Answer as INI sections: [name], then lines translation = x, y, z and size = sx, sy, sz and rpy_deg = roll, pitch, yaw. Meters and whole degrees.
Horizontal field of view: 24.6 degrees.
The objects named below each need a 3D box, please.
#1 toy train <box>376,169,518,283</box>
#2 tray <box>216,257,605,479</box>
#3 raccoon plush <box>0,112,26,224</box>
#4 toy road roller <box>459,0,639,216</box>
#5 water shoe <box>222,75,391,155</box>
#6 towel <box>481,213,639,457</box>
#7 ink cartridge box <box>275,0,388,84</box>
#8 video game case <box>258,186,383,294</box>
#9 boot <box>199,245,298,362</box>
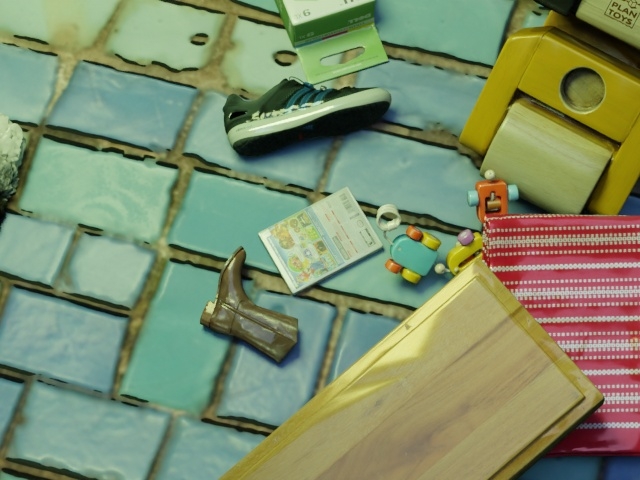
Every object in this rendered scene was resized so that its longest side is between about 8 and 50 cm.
[toy train]
translation = 0.146, -0.017, 1.693
size = 0.166, 0.046, 0.125
rpy_deg = -11, 110, -3
[tray]
translation = 0.081, 0.229, 1.570
size = 0.411, 0.076, 0.203
rpy_deg = -41, 74, -1
[raccoon plush]
translation = -0.510, -0.013, 1.580
size = 0.216, 0.299, 0.446
rpy_deg = 18, 70, 7
[toy road roller]
translation = 0.330, -0.201, 1.729
size = 0.202, 0.240, 0.330
rpy_deg = 29, 110, 10
[water shoe]
translation = -0.018, -0.165, 1.755
size = 0.203, 0.073, 0.080
rpy_deg = -15, 68, -6
[towel]
translation = 0.277, 0.106, 1.638
size = 0.198, 0.031, 0.275
rpy_deg = 1, 84, 3
[ink cartridge box]
translation = 0.000, -0.308, 1.813
size = 0.109, 0.062, 0.209
rpy_deg = -18, 71, -7
[video game case]
translation = 0.000, 0.000, 1.727
size = 0.122, 0.011, 0.087
rpy_deg = -28, 73, -10
[boot]
translation = -0.067, 0.074, 1.685
size = 0.114, 0.037, 0.106
rpy_deg = 22, 84, 12
